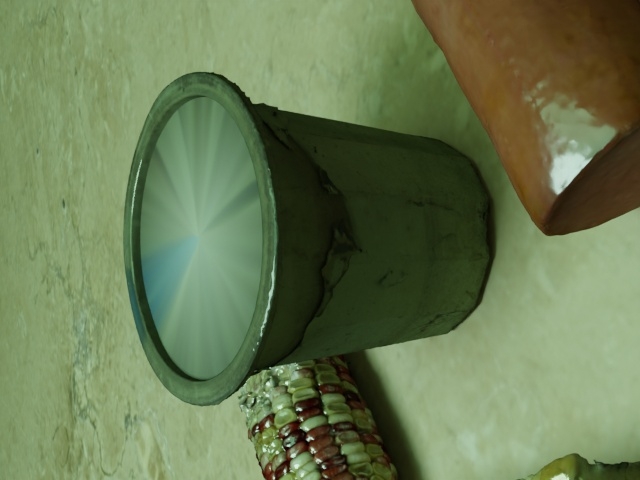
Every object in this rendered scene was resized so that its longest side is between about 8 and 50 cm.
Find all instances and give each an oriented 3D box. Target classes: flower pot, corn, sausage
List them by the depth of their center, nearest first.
[{"bbox_3d":[0.118,-0.133,0.668,0.113,0.113,0.259,-56,46,43],"label":"sausage"},{"bbox_3d":[0.000,0.000,0.773,0.212,0.202,0.212,-3,86,61],"label":"flower pot"},{"bbox_3d":[-0.020,0.114,0.913,0.098,0.098,0.290,-60,42,40],"label":"corn"}]

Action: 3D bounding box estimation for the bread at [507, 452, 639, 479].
[{"bbox_3d":[0.123,0.256,0.656,0.246,0.111,0.239,-35,61,54],"label":"bread"}]
